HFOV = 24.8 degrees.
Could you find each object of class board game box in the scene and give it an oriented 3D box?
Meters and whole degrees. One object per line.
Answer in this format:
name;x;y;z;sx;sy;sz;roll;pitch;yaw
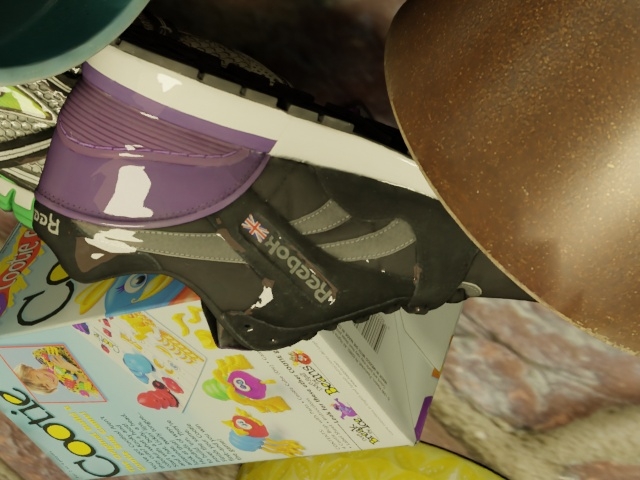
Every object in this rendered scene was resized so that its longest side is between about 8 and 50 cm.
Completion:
board game box;-0.070;0.041;0.890;0.275;0.142;0.144;-12;130;36

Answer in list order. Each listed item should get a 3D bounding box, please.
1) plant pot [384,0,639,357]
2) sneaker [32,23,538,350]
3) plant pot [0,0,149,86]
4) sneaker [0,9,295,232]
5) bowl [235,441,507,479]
plant pot;0.176;-0.101;0.570;0.215;0.215;0.230;32;130;-10
sneaker;0.000;0.000;0.707;0.283;0.107;0.124;20;101;-20
plant pot;-0.232;-0.196;0.614;0.255;0.272;0.272;2;137;35
sneaker;-0.168;-0.103;0.781;0.343;0.134;0.146;18;141;8
bowl;0.043;0.290;1.113;0.289;0.156;0.289;15;140;12
